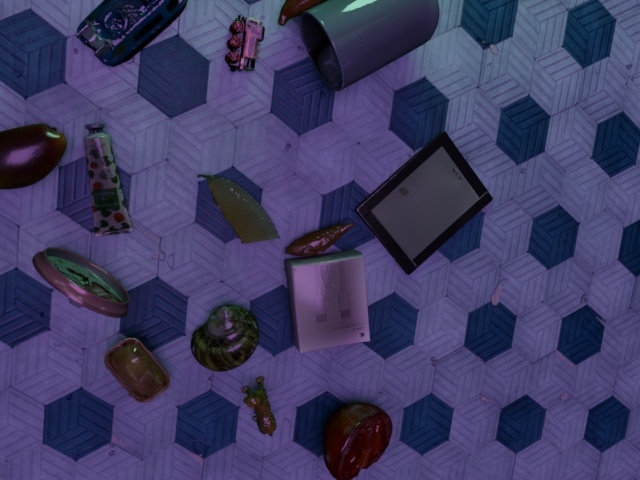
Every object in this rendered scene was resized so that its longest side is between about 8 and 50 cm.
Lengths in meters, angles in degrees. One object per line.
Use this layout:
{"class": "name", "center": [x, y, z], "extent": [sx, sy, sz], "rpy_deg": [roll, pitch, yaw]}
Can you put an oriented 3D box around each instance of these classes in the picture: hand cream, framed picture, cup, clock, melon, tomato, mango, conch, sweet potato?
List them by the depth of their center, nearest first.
{"class": "mango", "center": [-0.718, -0.184, 1.285], "extent": [0.268, 0.111, 0.133], "rpy_deg": [-20, 114, -5]}
{"class": "clock", "center": [-0.555, 0.102, 1.301], "extent": [0.244, 0.244, 0.056], "rpy_deg": [36, 91, -16]}
{"class": "hand cream", "center": [-0.530, -0.146, 1.368], "extent": [0.096, 0.059, 0.275], "rpy_deg": [-8, 105, -11]}
{"class": "cup", "center": [0.129, -0.533, 1.394], "extent": [0.312, 0.205, 0.205], "rpy_deg": [-30, 105, -10]}
{"class": "sweet potato", "center": [0.021, -0.662, 1.395], "extent": [0.112, 0.112, 0.359], "rpy_deg": [44, 84, -16]}
{"class": "conch", "center": [-0.254, 0.254, 1.463], "extent": [0.188, 0.124, 0.181], "rpy_deg": [-7, 97, -5]}
{"class": "melon", "center": [-0.220, -0.084, 1.468], "extent": [0.114, 0.053, 0.261], "rpy_deg": [-40, 103, 14]}
{"class": "sweet potato", "center": [0.000, 0.000, 1.516], "extent": [0.206, 0.060, 0.068], "rpy_deg": [-28, 71, -2]}
{"class": "tomato", "center": [0.087, 0.557, 1.590], "extent": [0.233, 0.140, 0.200], "rpy_deg": [-2, 109, -48]}
{"class": "framed picture", "center": [0.302, -0.105, 1.600], "extent": [0.347, 0.016, 0.265], "rpy_deg": [-42, 106, -4]}

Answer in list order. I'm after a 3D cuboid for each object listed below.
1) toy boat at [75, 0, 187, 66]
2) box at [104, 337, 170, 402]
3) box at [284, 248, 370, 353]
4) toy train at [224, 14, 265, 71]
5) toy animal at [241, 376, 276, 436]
{"class": "toy boat", "center": [-0.432, -0.547, 1.310], "extent": [0.299, 0.092, 0.134], "rpy_deg": [-45, 103, -3]}
{"class": "box", "center": [-0.469, 0.329, 1.431], "extent": [0.111, 0.111, 0.177], "rpy_deg": [-36, 105, -6]}
{"class": "box", "center": [0.019, 0.163, 1.529], "extent": [0.203, 0.106, 0.251], "rpy_deg": [-7, 102, -14]}
{"class": "toy train", "center": [-0.190, -0.489, 1.399], "extent": [0.087, 0.050, 0.137], "rpy_deg": [8, 97, -18]}
{"class": "toy animal", "center": [-0.160, 0.473, 1.513], "extent": [0.073, 0.136, 0.181], "rpy_deg": [-16, 103, -11]}
